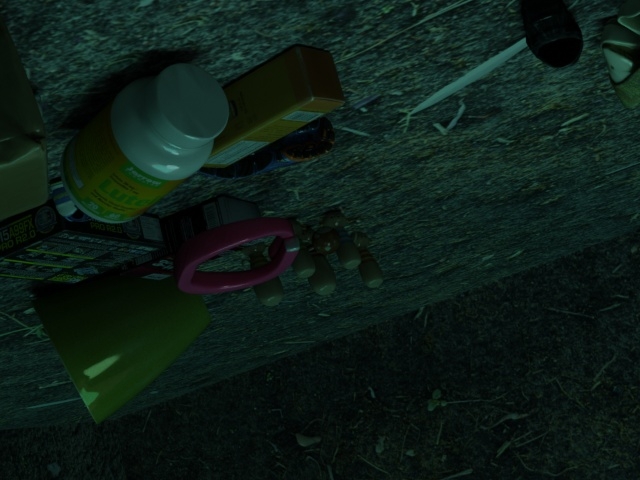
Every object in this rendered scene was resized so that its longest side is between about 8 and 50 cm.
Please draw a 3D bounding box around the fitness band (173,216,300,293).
[{"bbox_3d":[-0.150,0.032,2.090,0.209,0.054,0.291,-11,164,-15],"label":"fitness band"}]

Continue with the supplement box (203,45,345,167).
[{"bbox_3d":[-0.083,-0.173,1.592,0.233,0.078,0.080,-23,167,34],"label":"supplement box"}]

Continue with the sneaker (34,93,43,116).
[{"bbox_3d":[-0.395,-0.112,1.475,0.087,0.092,0.229,-4,162,-31],"label":"sneaker"}]

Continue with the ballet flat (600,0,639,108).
[{"bbox_3d":[0.455,-0.288,1.663,0.123,0.123,0.348,-12,167,-12],"label":"ballet flat"}]

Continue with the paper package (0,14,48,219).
[{"bbox_3d":[-0.436,-0.086,1.182,0.309,0.168,0.325,-21,179,-13],"label":"paper package"}]

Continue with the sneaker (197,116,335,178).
[{"bbox_3d":[-0.091,-0.130,1.762,0.221,0.083,0.087,-7,173,-15],"label":"sneaker"}]

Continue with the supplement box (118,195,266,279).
[{"bbox_3d":[-0.234,-0.001,2.137,0.239,0.073,0.130,-20,166,23],"label":"supplement box"}]

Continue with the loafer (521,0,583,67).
[{"bbox_3d":[0.318,-0.268,1.626,0.076,0.078,0.223,-18,166,15],"label":"loafer"}]

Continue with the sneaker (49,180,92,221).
[{"bbox_3d":[-0.364,-0.052,1.818,0.053,0.059,0.144,-20,167,14],"label":"sneaker"}]

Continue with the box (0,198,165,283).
[{"bbox_3d":[-0.424,0.006,1.991,0.216,0.060,0.270,-21,165,26],"label":"box"}]

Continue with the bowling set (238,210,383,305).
[{"bbox_3d":[0.000,0.000,2.321,0.287,0.154,0.200,-8,146,-21],"label":"bowling set"}]

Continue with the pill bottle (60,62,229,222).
[{"bbox_3d":[-0.220,-0.125,1.511,0.136,0.136,0.246,-4,163,-38],"label":"pill bottle"}]

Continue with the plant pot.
[{"bbox_3d":[-0.375,0.173,2.369,0.293,0.274,0.275,-28,169,-13],"label":"plant pot"}]
